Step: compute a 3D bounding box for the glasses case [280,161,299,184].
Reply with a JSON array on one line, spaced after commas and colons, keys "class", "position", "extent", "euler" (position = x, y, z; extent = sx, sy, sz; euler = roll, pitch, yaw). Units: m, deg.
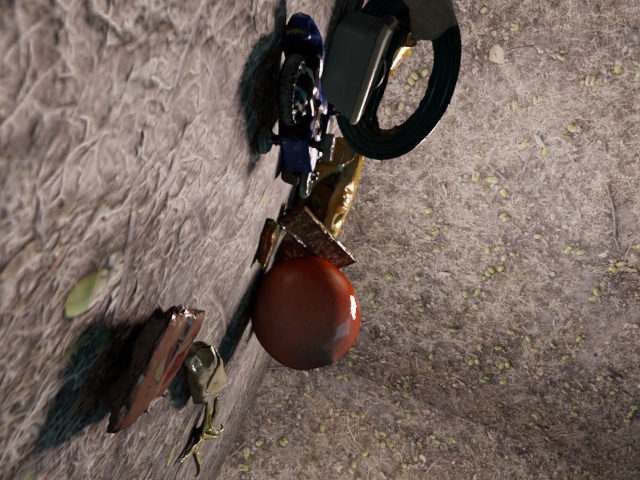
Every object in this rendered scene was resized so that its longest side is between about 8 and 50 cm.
[{"class": "glasses case", "position": [-0.044, -0.200, 0.955], "extent": [0.191, 0.042, 0.072], "euler": [108, -3, -51]}]

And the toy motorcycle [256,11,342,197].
[{"class": "toy motorcycle", "position": [-0.024, -0.197, 0.744], "extent": [0.315, 0.113, 0.169], "euler": [83, 17, -68]}]

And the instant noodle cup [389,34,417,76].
[{"class": "instant noodle cup", "position": [0.174, -0.558, 1.443], "extent": [0.185, 0.168, 0.168], "euler": [-57, -174, 45]}]

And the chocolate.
[{"class": "chocolate", "position": [-0.003, -0.004, 1.367], "extent": [0.329, 0.102, 0.065], "euler": [43, 34, -50]}]

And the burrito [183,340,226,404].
[{"class": "burrito", "position": [-0.218, 0.256, 0.904], "extent": [0.082, 0.059, 0.275], "euler": [-50, 168, -30]}]

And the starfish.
[{"class": "starfish", "position": [-0.308, 0.509, 1.230], "extent": [0.217, 0.050, 0.224], "euler": [-23, 123, -78]}]

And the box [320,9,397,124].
[{"class": "box", "position": [0.085, -0.396, 1.076], "extent": [0.162, 0.129, 0.227], "euler": [-64, 174, -49]}]

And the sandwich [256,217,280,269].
[{"class": "sandwich", "position": [-0.122, 0.001, 1.119], "extent": [0.067, 0.029, 0.135], "euler": [-66, 176, -56]}]

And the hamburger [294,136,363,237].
[{"class": "hamburger", "position": [0.014, -0.133, 1.415], "extent": [0.209, 0.162, 0.330], "euler": [-60, 173, -58]}]

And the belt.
[{"class": "belt", "position": [0.202, -0.432, 1.237], "extent": [0.173, 0.300, 0.437], "euler": [-64, 171, -62]}]

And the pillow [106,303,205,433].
[{"class": "pillow", "position": [-0.195, 0.141, 0.575], "extent": [0.248, 0.049, 0.135], "euler": [121, -8, -81]}]

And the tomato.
[{"class": "tomato", "position": [-0.042, 0.217, 1.360], "extent": [0.321, 0.321, 0.322], "euler": [22, 90, -87]}]

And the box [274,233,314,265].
[{"class": "box", "position": [-0.087, 0.111, 1.713], "extent": [0.344, 0.122, 0.386], "euler": [-62, 173, -64]}]
